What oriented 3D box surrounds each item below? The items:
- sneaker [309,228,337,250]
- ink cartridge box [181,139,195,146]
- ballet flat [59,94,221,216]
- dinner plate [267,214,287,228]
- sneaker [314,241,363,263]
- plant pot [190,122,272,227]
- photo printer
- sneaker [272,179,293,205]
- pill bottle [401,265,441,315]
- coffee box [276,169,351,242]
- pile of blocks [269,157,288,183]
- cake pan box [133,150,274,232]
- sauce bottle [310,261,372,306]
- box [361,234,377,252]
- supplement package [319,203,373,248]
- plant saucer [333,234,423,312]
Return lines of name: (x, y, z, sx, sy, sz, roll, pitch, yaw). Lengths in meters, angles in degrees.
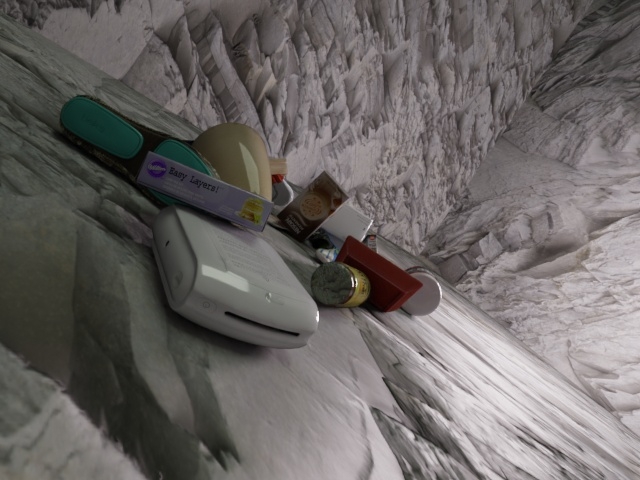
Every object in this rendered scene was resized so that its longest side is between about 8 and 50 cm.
sneaker: (0.000, 0.000, 1.890, 0.078, 0.067, 0.188, 34, 9, -40)
ink cartridge box: (-0.412, -0.338, 1.858, 0.175, 0.069, 0.370, 3, 6, 38)
ballet flat: (-0.427, -0.200, 1.250, 0.482, 0.164, 0.182, 32, -7, 7)
dinner plate: (-0.185, -0.077, 1.821, 0.141, 0.017, 0.141, 33, 8, -5)
sneaker: (0.082, 0.043, 1.758, 0.091, 0.126, 0.240, 40, 11, 39)
plant pot: (-0.252, -0.174, 1.501, 0.256, 0.256, 0.274, 25, 28, -43)
photo printer: (-0.151, 0.066, 0.860, 0.255, 0.107, 0.307, 26, 12, -34)
sneaker: (-0.238, -0.267, 2.264, 0.365, 0.138, 0.210, 33, 11, 23)
pill bottle: (0.378, 0.185, 1.915, 0.161, 0.161, 0.283, 34, 9, 5)
coffee box: (-0.022, -0.125, 1.831, 0.141, 0.246, 0.098, 47, 10, 1)
pile of blocks: (-0.269, -0.251, 1.862, 0.148, 0.113, 0.362, -15, -9, 38)
cake pan box: (-0.223, -0.088, 1.004, 0.245, 0.070, 0.267, 24, -2, -8)
sauce bottle: (0.072, 0.123, 1.314, 0.111, 0.111, 0.344, 36, 3, 17)
box: (0.185, 0.052, 1.917, 0.036, 0.114, 0.207, -1, -11, -4)
supplement package: (0.047, -0.079, 2.048, 0.261, 0.145, 0.204, 31, -12, -9)
plant saucer: (0.154, 0.120, 1.509, 0.258, 0.048, 0.259, 34, -27, 5)
